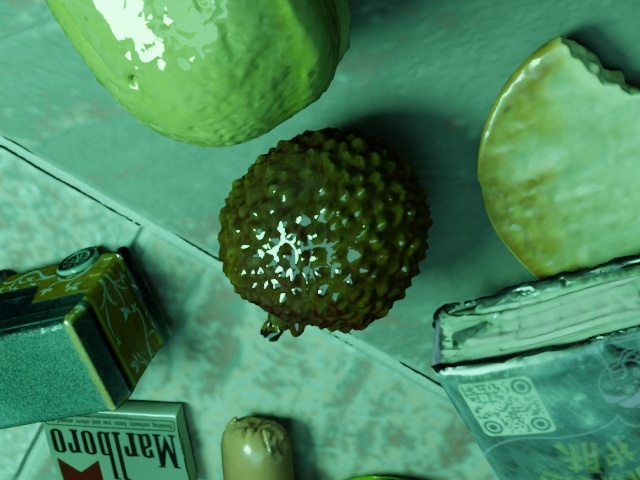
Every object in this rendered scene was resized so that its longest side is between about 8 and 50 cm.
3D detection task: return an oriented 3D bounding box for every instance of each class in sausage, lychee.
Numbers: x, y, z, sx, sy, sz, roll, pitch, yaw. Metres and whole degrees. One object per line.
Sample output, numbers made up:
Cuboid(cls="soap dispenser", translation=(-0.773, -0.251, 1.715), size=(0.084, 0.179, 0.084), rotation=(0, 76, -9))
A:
Cuboid(cls="sausage", translation=(-0.067, 0.330, 1.424), size=(0.086, 0.086, 0.289), rotation=(3, 122, 14))
Cuboid(cls="lychee", translation=(0.000, 0.000, 1.149), size=(0.200, 0.200, 0.238), rotation=(25, 117, 0))

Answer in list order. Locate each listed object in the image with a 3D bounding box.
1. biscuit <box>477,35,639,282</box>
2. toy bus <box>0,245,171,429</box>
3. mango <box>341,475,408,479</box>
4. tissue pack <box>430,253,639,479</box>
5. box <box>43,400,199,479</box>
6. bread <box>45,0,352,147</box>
Cuboid(cls="biscuit", translation=(0.269, -0.038, 1.135), size=(0.309, 0.040, 0.204), rotation=(40, 121, -12))
Cuboid(cls="toy bus", translation=(-0.328, 0.118, 1.319), size=(0.275, 0.167, 0.139), rotation=(-12, 117, 22))
Cuboid(cls="mango", translation=(0.058, 0.317, 1.391), size=(0.165, 0.074, 0.091), rotation=(-11, 112, 8))
Cuboid(cls="tissue pack", translation=(0.295, 0.196, 1.201), size=(0.259, 0.122, 0.361), rotation=(-17, 124, 27))
Cuboid(cls="box", translation=(-0.242, 0.244, 1.448), size=(0.177, 0.036, 0.115), rotation=(1, 120, 14))
Cuboid(cls="bread", translation=(-0.119, -0.230, 0.976), size=(0.237, 0.320, 0.320), rotation=(-31, 109, 11))
